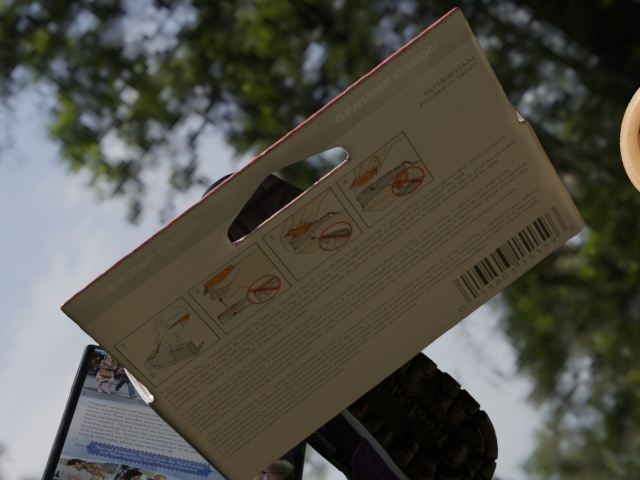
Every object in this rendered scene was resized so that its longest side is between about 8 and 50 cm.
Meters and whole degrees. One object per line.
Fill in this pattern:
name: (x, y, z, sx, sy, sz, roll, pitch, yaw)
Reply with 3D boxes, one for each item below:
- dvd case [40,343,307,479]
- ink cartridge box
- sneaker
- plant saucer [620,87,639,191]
dvd case: (-0.102, 0.162, 1.426, 0.253, 0.180, 0.022, -82, 4, -62)
ink cartridge box: (0.000, 0.000, 1.160, 0.275, 0.060, 0.239, -37, -40, 0)
sneaker: (-0.008, 0.085, 1.411, 0.107, 0.283, 0.124, -41, 7, -35)
plant saucer: (0.212, -0.062, 1.187, 0.013, 0.083, 0.083, 5, -51, -44)
